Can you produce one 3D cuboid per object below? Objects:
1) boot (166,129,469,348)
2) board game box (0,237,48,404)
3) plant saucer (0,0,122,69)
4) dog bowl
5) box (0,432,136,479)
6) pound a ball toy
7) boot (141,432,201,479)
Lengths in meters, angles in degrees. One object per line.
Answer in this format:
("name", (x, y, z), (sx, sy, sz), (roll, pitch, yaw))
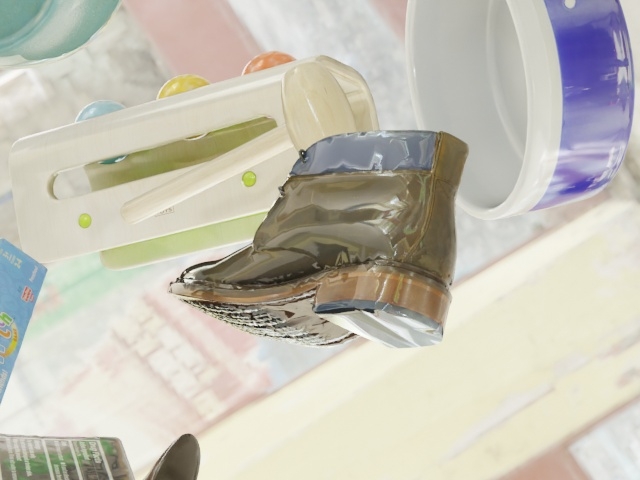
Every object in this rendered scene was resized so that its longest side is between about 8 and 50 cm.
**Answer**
("boot", (0.000, 0.000, 0.767), (0.082, 0.106, 0.219), (29, 161, -37))
("board game box", (-0.241, 0.114, 0.757), (0.039, 0.211, 0.160), (38, -155, -20))
("plant saucer", (-0.285, -0.253, 0.992), (0.318, 0.043, 0.317), (14, 133, 16))
("dog bowl", (0.178, -0.156, 1.271), (0.265, 0.104, 0.265), (169, 90, -73))
("box", (-0.303, 0.288, 1.153), (0.296, 0.294, 0.182), (-140, 57, -70))
("pound a ball toy", (-0.094, -0.074, 1.047), (0.208, 0.319, 0.135), (10, -111, -65))
("boot", (-0.145, 0.171, 0.919), (0.114, 0.106, 0.037), (-2, 136, 39))
